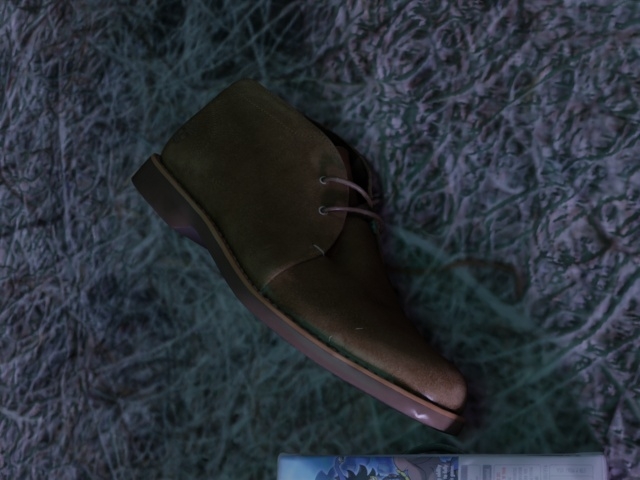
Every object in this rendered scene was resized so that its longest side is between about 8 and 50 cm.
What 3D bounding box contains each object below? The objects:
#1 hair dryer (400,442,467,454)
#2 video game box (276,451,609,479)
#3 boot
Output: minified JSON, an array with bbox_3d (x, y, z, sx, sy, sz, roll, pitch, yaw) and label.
[{"bbox_3d":[0.017,0.279,0.783,0.224,0.080,0.293,-23,67,29],"label":"hair dryer"},{"bbox_3d":[0.064,0.219,0.738,0.187,0.048,0.205,-1,72,14],"label":"video game box"},{"bbox_3d":[0.000,0.000,0.849,0.115,0.112,0.305,-49,53,4],"label":"boot"}]
